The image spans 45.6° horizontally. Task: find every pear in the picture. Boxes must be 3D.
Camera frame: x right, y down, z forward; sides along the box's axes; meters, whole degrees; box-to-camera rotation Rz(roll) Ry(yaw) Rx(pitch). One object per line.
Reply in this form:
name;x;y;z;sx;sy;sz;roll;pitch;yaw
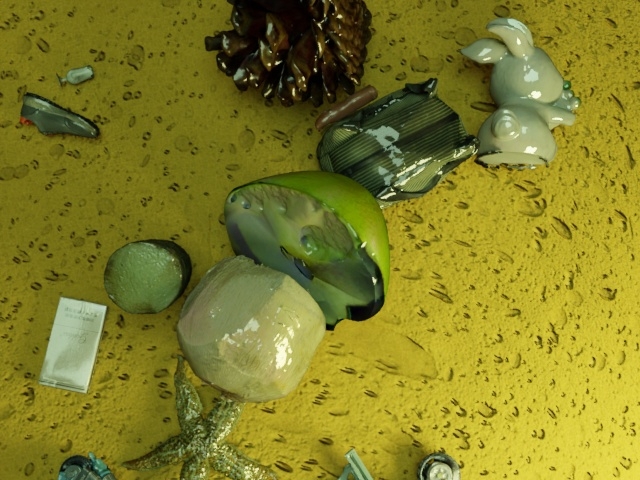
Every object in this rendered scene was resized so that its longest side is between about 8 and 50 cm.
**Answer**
pear;0.000;-0.005;1.593;0.399;0.399;0.165;43;56;4

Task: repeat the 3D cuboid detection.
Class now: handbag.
handbag;0.167;-0.207;1.662;0.340;0.240;0.247;-29;88;-7

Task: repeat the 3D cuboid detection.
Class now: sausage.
sausage;0.054;-0.284;1.634;0.157;0.042;0.036;-33;44;-7

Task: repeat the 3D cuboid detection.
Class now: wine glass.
wine glass;-0.565;-0.382;1.757;0.083;0.042;0.039;-21;121;-8

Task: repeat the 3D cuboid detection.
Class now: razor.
razor;-0.015;0.572;1.645;0.277;0.056;0.111;-34;83;1

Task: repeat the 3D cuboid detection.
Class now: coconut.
coconut;-0.151;0.196;1.558;0.297;0.297;0.255;38;71;3

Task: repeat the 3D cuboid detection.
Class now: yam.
yam;-0.356;0.071;1.598;0.161;0.268;0.161;0;93;-5

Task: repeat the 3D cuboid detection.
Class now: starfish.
starfish;-0.270;0.428;1.642;0.347;0.078;0.358;-27;84;-3

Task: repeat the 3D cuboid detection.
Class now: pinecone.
pinecone;-0.080;-0.456;1.639;0.384;0.384;0.385;0;82;-2

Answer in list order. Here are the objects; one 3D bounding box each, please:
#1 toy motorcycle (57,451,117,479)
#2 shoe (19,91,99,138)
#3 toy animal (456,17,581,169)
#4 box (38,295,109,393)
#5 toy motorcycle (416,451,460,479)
toy motorcycle;-0.518;0.588;1.585;0.182;0.123;0.272;30;83;12
shoe;-0.594;-0.266;1.726;0.194;0.074;0.077;26;94;4
toy animal;0.438;-0.320;1.706;0.247;0.182;0.310;11;83;-34
box;-0.543;0.230;1.677;0.109;0.029;0.198;11;81;-1
toy motorcycle;0.210;0.633;1.614;0.340;0.108;0.223;-43;86;-10
